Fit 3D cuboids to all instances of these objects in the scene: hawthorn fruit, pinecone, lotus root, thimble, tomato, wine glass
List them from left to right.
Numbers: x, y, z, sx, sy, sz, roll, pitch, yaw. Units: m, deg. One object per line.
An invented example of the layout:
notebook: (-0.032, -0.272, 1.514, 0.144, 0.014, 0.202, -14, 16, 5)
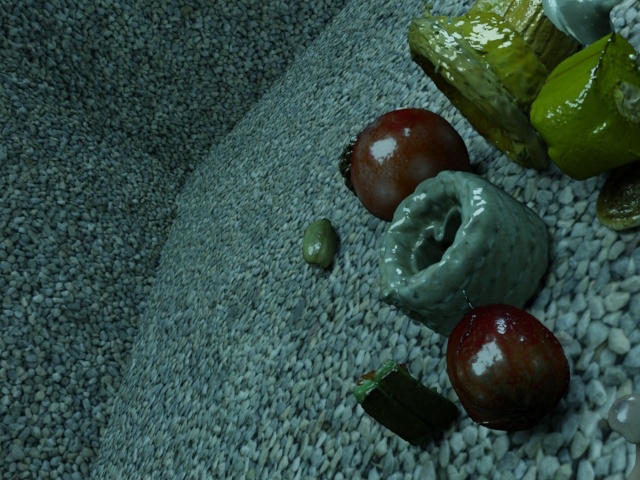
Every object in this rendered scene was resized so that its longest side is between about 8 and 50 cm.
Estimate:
lotus root: (0.000, -0.001, 1.877, 0.077, 0.090, 0.183, -42, 23, 39)
pinecone: (0.144, -0.202, 1.775, 0.184, 0.179, 0.204, -17, 22, 23)
tomato: (0.191, -0.170, 1.522, 0.265, 0.265, 0.265, -42, 27, 28)
thimble: (0.249, 0.028, 1.246, 0.291, 0.195, 0.291, -48, 24, 29)
hawthorn fruit: (0.269, 0.164, 1.036, 0.181, 0.181, 0.235, -41, 43, 30)
wine glass: (0.591, -0.499, 1.233, 0.323, 0.238, 0.238, -36, 30, 48)

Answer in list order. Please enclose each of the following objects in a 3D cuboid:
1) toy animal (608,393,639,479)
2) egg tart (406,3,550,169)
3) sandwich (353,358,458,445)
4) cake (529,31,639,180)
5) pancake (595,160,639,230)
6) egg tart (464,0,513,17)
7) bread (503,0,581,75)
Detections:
toy animal: (0.419, 0.234, 0.648, 0.221, 0.209, 0.230, 167, 98, -68)
egg tart: (0.326, -0.303, 1.316, 0.169, 0.388, 0.388, -40, 27, 11)
sandwich: (0.131, 0.259, 1.188, 0.109, 0.185, 0.160, -46, 27, 2)
cake: (0.463, -0.211, 1.137, 0.156, 0.179, 0.260, -30, 17, 50)
pancake: (0.508, -0.083, 1.102, 0.158, 0.028, 0.158, -41, 25, 24)
egg tart: (0.423, -0.542, 1.645, 0.294, 0.123, 0.294, -52, 1, 1)
bread: (0.462, -0.440, 1.471, 0.246, 0.174, 0.121, -59, 23, 4)
